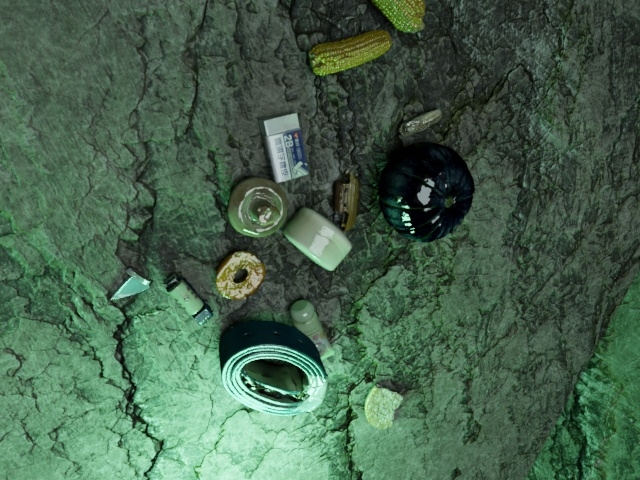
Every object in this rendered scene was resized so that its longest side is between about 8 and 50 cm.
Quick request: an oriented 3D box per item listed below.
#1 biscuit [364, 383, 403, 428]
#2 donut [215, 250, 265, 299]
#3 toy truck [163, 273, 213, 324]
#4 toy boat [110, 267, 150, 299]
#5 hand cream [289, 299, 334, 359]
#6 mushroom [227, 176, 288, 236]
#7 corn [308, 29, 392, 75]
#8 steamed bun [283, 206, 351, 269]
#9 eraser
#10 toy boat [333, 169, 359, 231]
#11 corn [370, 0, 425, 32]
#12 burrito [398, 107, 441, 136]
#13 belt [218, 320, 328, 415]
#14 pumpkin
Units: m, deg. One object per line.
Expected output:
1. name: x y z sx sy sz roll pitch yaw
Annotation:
1. biscuit: 0.281 0.734 2.279 0.188 0.040 0.266 -24 118 -17
2. donut: -0.283 0.116 1.772 0.178 0.065 0.162 -41 115 -7
3. toy truck: -0.437 0.194 1.708 0.074 0.088 0.202 -40 121 -10
4. toy boat: -0.615 0.152 1.645 0.122 0.034 0.096 -46 121 5
5. hand cream: -0.042 0.361 1.971 0.147 0.093 0.306 -24 125 -12
6. mushroom: -0.196 -0.101 1.658 0.204 0.204 0.204 -9 111 -23
7. corn: 0.105 -0.618 1.679 0.312 0.102 0.102 -21 116 -18
8. steamed bun: 0.000 0.000 1.809 0.241 0.164 0.146 40 87 -30
9. eraser: -0.121 -0.308 1.697 0.124 0.068 0.210 -18 114 -19
10. toy boat: 0.090 -0.142 1.863 0.088 0.068 0.226 -3 112 -20
11. corn: 0.219 -0.805 1.652 0.347 0.130 0.130 35 90 -30
12. burrito: 0.370 -0.437 1.906 0.188 0.045 0.058 -26 92 -13
13. belt: -0.164 0.467 1.862 0.436 0.173 0.300 32 108 -32
14. pumpkin: 0.388 -0.179 1.880 0.363 0.266 0.364 -9 109 -27
